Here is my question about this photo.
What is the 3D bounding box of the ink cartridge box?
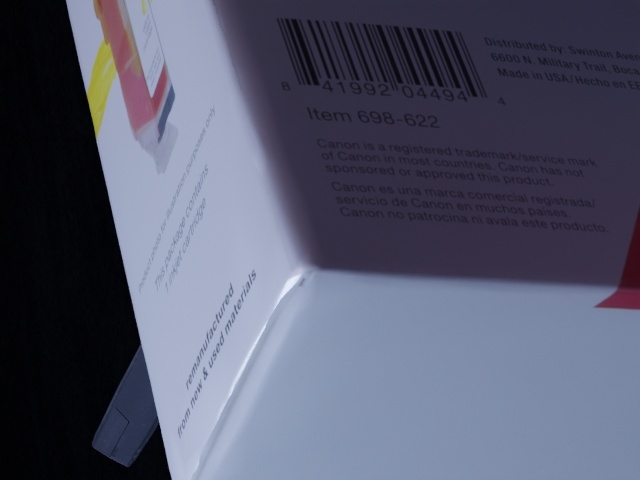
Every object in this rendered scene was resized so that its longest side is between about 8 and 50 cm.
[{"bbox_3d":[0.047,-0.073,0.922,0.160,0.279,0.384,116,148,-42],"label":"ink cartridge box"}]

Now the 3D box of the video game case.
[{"bbox_3d":[-0.038,-0.024,1.210,0.035,0.248,0.275,30,137,-1],"label":"video game case"}]
